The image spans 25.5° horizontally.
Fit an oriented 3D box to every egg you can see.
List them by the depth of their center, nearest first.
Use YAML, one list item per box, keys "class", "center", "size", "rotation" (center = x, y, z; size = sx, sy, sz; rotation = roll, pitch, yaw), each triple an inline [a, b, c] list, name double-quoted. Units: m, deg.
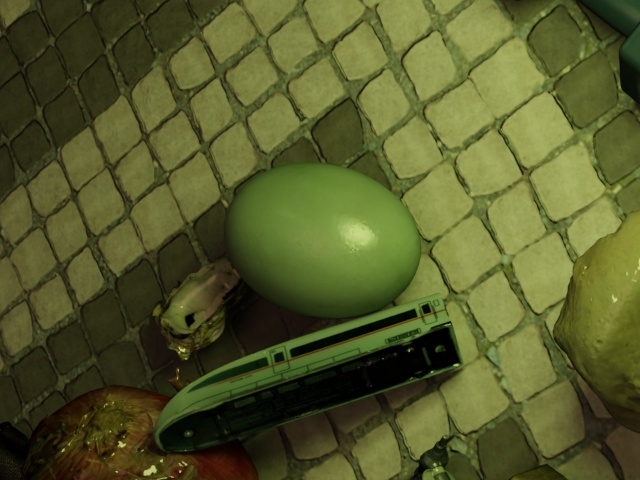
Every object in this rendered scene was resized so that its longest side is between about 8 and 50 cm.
- class: "egg"
  center: [0.000, 0.000, 1.864]
  size: [0.283, 0.203, 0.202]
  rotation: [10, 91, 32]

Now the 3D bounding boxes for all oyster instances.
- class: "oyster"
  center: [-0.175, 0.098, 2.059]
  size: [0.191, 0.081, 0.163]
  rotation: [11, 67, 49]

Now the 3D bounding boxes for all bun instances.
- class: "bun"
  center: [0.388, 0.085, 1.590]
  size: [0.205, 0.282, 0.281]
  rotation: [-138, 65, -75]

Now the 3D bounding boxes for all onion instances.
- class: "onion"
  center: [-0.252, 0.348, 1.935]
  size: [0.354, 0.354, 0.353]
  rotation: [-4, 83, 33]

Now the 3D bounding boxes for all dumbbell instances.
- class: "dumbbell"
  center: [0.343, -0.300, 1.706]
  size: [0.144, 0.156, 0.316]
  rotation: [-39, 62, -9]

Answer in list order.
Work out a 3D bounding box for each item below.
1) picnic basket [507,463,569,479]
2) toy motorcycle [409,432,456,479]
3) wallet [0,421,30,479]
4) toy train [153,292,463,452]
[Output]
- class: "picnic basket"
  center: [0.249, 0.409, 1.679]
  size: [0.139, 0.165, 0.266]
  rotation: [33, 104, 25]
- class: "toy motorcycle"
  center: [0.111, 0.357, 1.823]
  size: [0.263, 0.091, 0.157]
  rotation: [-27, 67, 31]
- class: "wallet"
  center: [-0.461, 0.444, 2.208]
  size: [0.221, 0.071, 0.262]
  rotation: [24, 105, 32]
- class: "toy train"
  center: [-0.025, 0.170, 1.824]
  size: [0.407, 0.086, 0.088]
  rotation: [-18, 42, 2]
